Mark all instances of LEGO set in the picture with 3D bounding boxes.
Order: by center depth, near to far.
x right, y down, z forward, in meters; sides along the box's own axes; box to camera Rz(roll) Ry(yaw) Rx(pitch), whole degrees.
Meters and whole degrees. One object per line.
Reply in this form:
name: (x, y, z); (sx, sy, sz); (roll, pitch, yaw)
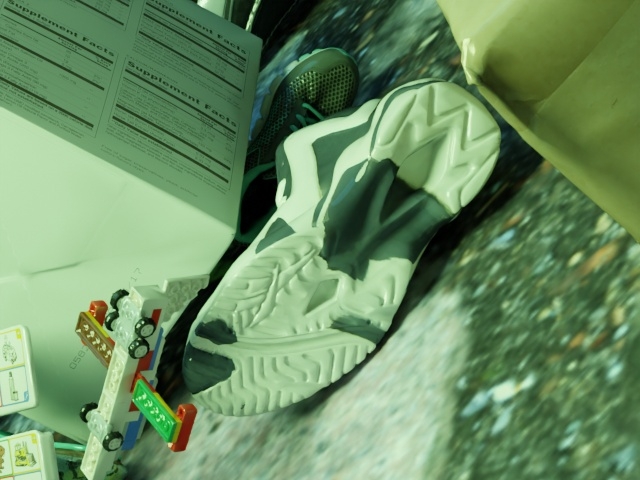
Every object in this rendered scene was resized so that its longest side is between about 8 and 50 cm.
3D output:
LEGO set: (-0.119, 0.125, 1.111); (0.244, 0.060, 0.182); (-19, 78, 52)

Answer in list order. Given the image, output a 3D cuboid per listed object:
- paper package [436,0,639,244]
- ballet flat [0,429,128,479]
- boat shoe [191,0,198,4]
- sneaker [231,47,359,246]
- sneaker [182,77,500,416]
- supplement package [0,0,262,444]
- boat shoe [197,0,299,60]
paper package: (0.210, -0.193, 1.000); (0.325, 0.168, 0.309); (-43, 21, 10)
ballet flat: (-0.180, 0.160, 1.260); (0.070, 0.070, 0.188); (-53, 20, -19)
boat shoe: (-0.062, -0.288, 1.828); (0.257, 0.095, 0.095); (-8, 30, 48)
sneaker: (-0.022, -0.059, 1.359); (0.166, 0.065, 0.076); (-55, 26, 2)
sneaker: (0.000, 0.000, 1.161); (0.235, 0.094, 0.153); (-56, 12, -1)
supplement package: (-0.177, -0.048, 1.289); (0.199, 0.198, 0.262); (-54, 17, 28)
boat shoe: (-0.016, -0.266, 1.644); (0.113, 0.105, 0.306); (52, -122, -72)
